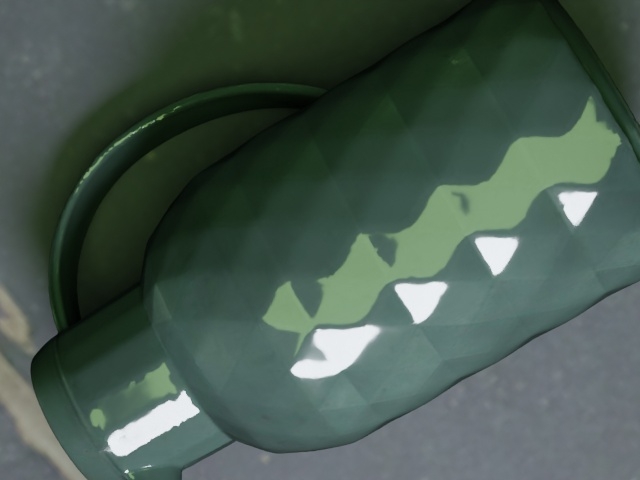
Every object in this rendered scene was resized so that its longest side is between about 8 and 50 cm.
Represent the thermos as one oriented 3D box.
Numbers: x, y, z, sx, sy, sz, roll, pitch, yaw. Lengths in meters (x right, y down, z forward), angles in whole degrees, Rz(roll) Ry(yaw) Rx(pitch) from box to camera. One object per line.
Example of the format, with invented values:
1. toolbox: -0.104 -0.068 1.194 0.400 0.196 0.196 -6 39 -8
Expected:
1. thermos: 0.000 0.000 0.811 0.286 0.145 0.182 -29 70 6
